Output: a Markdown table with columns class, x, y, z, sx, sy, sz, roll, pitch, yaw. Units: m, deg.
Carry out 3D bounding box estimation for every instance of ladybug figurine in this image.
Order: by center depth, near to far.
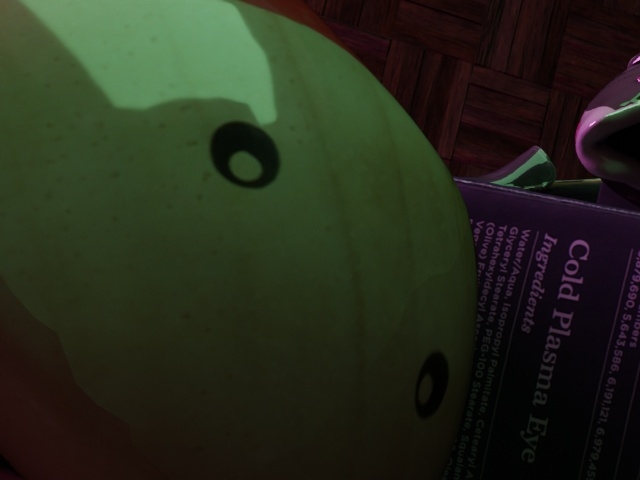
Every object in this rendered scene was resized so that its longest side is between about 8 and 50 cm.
| class | x | y | z | sx | sy | sz | roll | pitch | yaw |
| --- | --- | --- | --- | --- | --- | --- | --- | --- | --- |
| ladybug figurine | -0.070 | -0.027 | 0.694 | 0.305 | 0.162 | 0.449 | 50 | -1 | -28 |

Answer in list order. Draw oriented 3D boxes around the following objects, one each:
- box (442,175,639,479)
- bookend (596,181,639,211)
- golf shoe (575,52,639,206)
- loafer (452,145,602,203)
| class | x | y | z | sx | sy | sz | roll | pitch | yaw |
| --- | --- | --- | --- | --- | --- | --- | --- | --- | --- |
| box | 0.210 | 0.097 | 0.859 | 0.312 | 0.179 | 0.343 | 11 | -2 | 41 |
| bookend | 0.260 | -0.017 | 0.986 | 0.156 | 0.072 | 0.157 | 16 | -3 | -41 |
| golf shoe | 0.244 | -0.025 | 0.800 | 0.273 | 0.105 | 0.120 | 8 | 15 | 26 |
| loafer | 0.118 | -0.027 | 1.082 | 0.170 | 0.061 | 0.062 | 12 | 4 | -29 |
